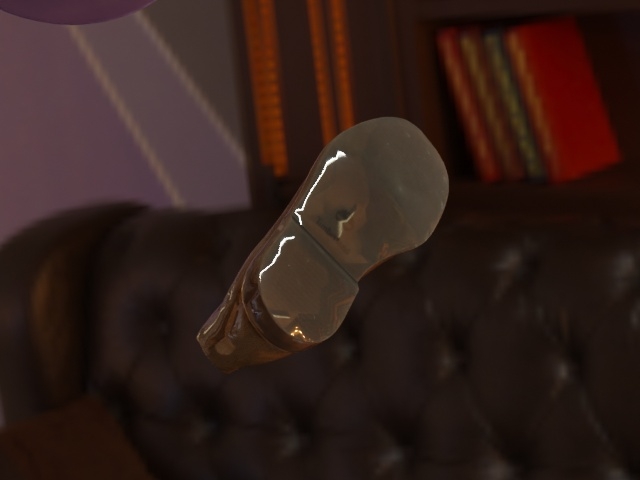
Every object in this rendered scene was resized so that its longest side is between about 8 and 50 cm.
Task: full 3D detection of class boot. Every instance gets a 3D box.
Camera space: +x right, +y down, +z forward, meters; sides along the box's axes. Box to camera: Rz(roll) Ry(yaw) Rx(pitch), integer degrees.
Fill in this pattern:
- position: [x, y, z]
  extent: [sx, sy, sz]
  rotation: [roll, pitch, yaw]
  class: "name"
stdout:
- position: [0.000, 0.000, 1.548]
  extent: [0.115, 0.112, 0.305]
  rotation: [-35, 8, 43]
  class: "boot"

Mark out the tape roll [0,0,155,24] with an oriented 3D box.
- position: [-0.148, -0.227, 1.133]
  extent: [0.189, 0.189, 0.080]
  rotation: [-7, 23, -1]
  class: "tape roll"
